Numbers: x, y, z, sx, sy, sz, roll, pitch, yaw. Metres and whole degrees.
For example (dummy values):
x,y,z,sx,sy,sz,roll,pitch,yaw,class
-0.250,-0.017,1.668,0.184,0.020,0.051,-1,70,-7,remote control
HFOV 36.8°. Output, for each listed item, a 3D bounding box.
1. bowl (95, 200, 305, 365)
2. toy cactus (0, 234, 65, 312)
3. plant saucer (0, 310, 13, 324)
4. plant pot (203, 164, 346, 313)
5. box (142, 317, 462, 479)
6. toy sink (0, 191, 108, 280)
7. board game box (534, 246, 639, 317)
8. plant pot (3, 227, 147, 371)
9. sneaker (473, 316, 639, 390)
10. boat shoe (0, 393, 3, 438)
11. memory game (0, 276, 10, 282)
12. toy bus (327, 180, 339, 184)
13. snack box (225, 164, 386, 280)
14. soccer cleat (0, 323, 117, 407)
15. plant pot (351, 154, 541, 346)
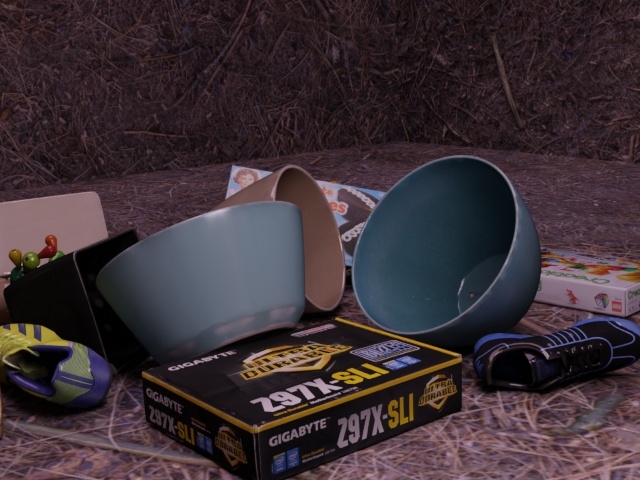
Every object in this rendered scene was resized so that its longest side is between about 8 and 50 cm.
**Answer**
x,y,z,sx,sy,sz,roll,pitch,yaw,class
-0.146,0.084,1.371,0.311,0.163,0.311,-20,-13,-5,bowl
-0.503,0.065,1.644,0.180,0.112,0.219,-29,-1,-10,toy cactus
-0.542,0.118,1.778,0.199,0.037,0.200,-2,11,0,plant saucer
-0.134,0.028,1.676,0.274,0.257,0.256,-16,6,23,plant pot
-0.021,0.188,1.209,0.322,0.079,0.257,-12,16,-36,box
-0.569,0.001,1.985,0.234,0.153,0.131,-10,-12,-24,toy sink
0.452,0.068,1.710,0.193,0.053,0.305,-15,16,-43,board game box
-0.371,0.105,1.488,0.167,0.188,0.187,-14,8,21,plant pot
0.319,0.158,1.270,0.232,0.081,0.090,-9,14,7,sneaker
-0.447,0.209,1.247,0.059,0.063,0.170,-1,11,-22,boat shoe
-0.574,0.088,1.806,0.186,0.012,0.186,-3,11,1,memory game
-0.040,-0.028,1.979,0.332,0.130,0.108,-18,49,-20,toy bus
-0.030,-0.031,1.861,0.321,0.187,0.060,9,-34,-4,snack box
-0.405,0.161,1.327,0.289,0.093,0.121,9,-13,39,soccer cleat
0.221,0.044,1.462,0.290,0.290,0.195,10,-18,48,plant pot
